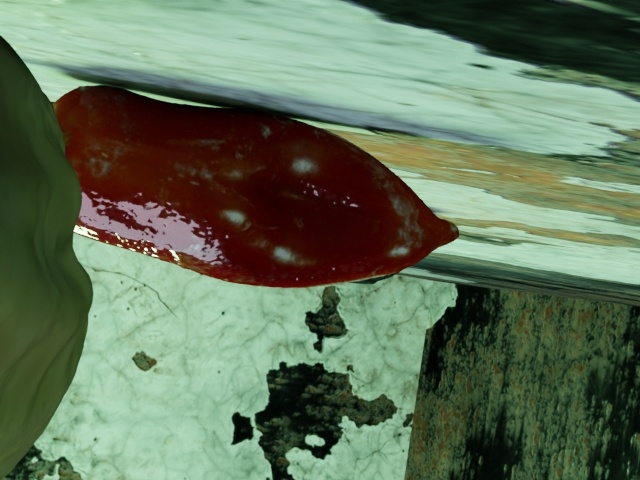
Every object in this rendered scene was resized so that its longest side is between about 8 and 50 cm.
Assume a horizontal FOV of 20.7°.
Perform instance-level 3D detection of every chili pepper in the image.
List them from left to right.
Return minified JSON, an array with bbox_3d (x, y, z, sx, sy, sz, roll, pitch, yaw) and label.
[{"bbox_3d":[-0.040,-0.018,0.589,0.191,0.059,0.050,11,169,-16],"label":"chili pepper"}]

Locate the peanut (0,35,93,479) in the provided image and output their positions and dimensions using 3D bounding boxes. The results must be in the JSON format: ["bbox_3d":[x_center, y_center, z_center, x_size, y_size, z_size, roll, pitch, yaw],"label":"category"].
[{"bbox_3d":[-0.145,-0.007,0.303,0.149,0.149,0.313,7,173,31],"label":"peanut"}]

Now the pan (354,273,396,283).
[{"bbox_3d":[0.015,0.002,1.063,0.128,0.048,0.202,6,178,29],"label":"pan"}]
